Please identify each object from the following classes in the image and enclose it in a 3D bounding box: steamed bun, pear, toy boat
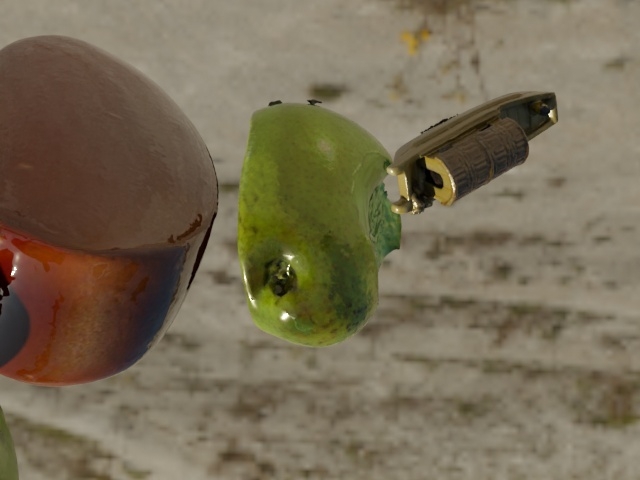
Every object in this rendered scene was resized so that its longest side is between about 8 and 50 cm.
[{"bbox_3d":[-0.240,-0.033,1.638,0.248,0.379,0.235,11,125,-20],"label":"steamed bun"},{"bbox_3d":[0.000,0.000,2.045,0.176,0.282,0.286,-3,129,14],"label":"pear"},{"bbox_3d":[0.160,-0.092,1.608,0.226,0.068,0.088,-28,-147,-29],"label":"toy boat"}]

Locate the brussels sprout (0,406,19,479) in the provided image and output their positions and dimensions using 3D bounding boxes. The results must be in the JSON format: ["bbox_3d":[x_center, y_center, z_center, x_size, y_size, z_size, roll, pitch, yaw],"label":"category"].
[{"bbox_3d":[-0.381,0.190,1.228,0.328,0.328,0.247,3,131,-15],"label":"brussels sprout"}]
